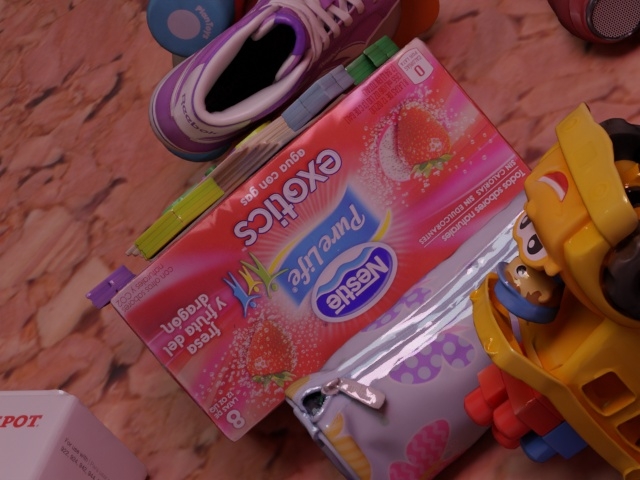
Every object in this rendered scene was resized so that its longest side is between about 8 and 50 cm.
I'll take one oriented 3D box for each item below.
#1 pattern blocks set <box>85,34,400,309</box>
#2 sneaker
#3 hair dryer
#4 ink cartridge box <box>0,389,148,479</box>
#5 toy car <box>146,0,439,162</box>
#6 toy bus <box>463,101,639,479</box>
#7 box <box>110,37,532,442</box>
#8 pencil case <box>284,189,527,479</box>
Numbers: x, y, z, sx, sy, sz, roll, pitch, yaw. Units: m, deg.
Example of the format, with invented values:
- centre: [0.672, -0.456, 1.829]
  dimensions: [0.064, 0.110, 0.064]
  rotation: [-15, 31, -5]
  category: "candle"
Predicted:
- centre: [-0.069, -0.054, 1.544]
  dimensions: [0.325, 0.026, 0.285]
  rotation: [-40, 1, 24]
  category: "pattern blocks set"
- centre: [-0.007, -0.175, 1.547]
  dimensions: [0.282, 0.102, 0.161]
  rotation: [-47, 9, -17]
  category: "sneaker"
- centre: [0.286, -0.238, 1.583]
  dimensions: [0.293, 0.080, 0.223]
  rotation: [10, 42, 40]
  category: "hair dryer"
- centre: [-0.282, 0.259, 1.485]
  dimensions: [0.198, 0.115, 0.273]
  rotation: [-4, 48, 38]
  category: "ink cartridge box"
- centre: [-0.013, -0.193, 1.723]
  dimensions: [0.238, 0.210, 0.219]
  rotation: [5, 34, 10]
  category: "toy car"
- centre: [0.172, 0.052, 1.232]
  dimensions: [0.211, 0.220, 0.149]
  rotation: [-34, 32, 18]
  category: "toy bus"
- centre: [0.000, 0.000, 1.451]
  dimensions: [0.300, 0.142, 0.154]
  rotation: [-41, 2, -3]
  category: "box"
- centre: [0.103, 0.065, 1.349]
  dimensions: [0.273, 0.124, 0.113]
  rotation: [-40, 36, -2]
  category: "pencil case"
